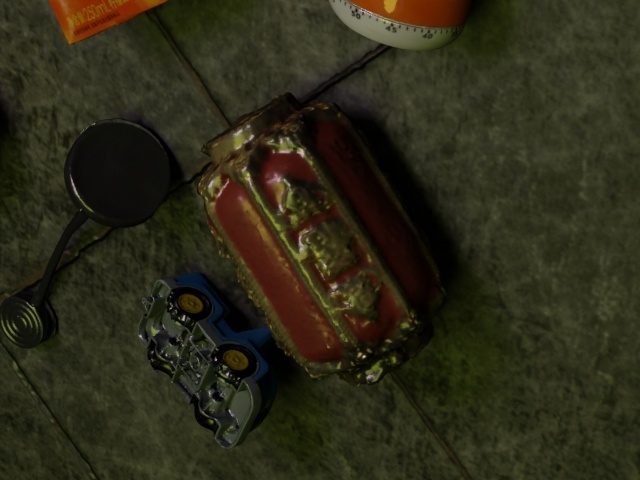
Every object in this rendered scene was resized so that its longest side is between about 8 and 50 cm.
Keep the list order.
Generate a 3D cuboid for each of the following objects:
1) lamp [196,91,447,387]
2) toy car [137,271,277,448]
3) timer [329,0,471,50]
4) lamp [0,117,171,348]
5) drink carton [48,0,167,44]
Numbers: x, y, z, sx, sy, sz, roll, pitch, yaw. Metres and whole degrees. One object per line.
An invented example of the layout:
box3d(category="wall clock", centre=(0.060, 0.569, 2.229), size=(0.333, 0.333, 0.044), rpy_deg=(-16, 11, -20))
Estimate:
box3d(category="lamp", centre=(0.000, 0.000, 1.484), size=(0.177, 0.177, 0.274), rpy_deg=(-25, 98, 40))
box3d(category="toy car", centre=(-0.107, 0.117, 1.671), size=(0.191, 0.100, 0.097), rpy_deg=(50, 135, 27))
box3d(category="timer", centre=(0.069, -0.232, 1.344), size=(0.136, 0.099, 0.136), rpy_deg=(12, 128, 16))
box3d(category="lamp", centre=(-0.290, 0.013, 1.717), size=(0.130, 0.108, 0.371), rpy_deg=(50, 131, -1))
box3d(category="drink carton", centre=(-0.230, -0.374, 1.459), size=(0.154, 0.111, 0.351), rpy_deg=(-17, 104, 38))
